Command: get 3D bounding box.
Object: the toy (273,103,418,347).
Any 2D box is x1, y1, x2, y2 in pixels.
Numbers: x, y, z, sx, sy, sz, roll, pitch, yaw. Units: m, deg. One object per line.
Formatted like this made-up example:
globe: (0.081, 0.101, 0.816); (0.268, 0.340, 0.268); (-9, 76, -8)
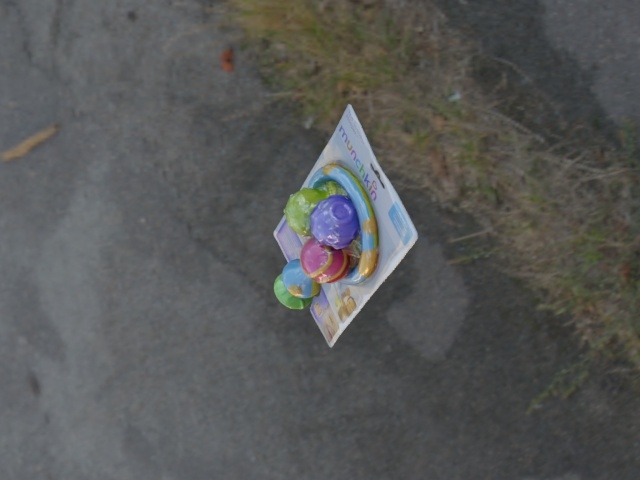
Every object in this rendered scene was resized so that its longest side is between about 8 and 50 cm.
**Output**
toy: (0.000, 0.000, 1.072); (0.137, 0.056, 0.237); (63, 154, 19)
